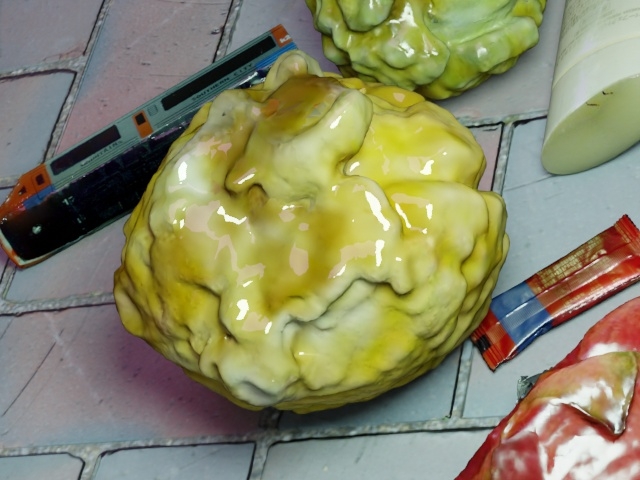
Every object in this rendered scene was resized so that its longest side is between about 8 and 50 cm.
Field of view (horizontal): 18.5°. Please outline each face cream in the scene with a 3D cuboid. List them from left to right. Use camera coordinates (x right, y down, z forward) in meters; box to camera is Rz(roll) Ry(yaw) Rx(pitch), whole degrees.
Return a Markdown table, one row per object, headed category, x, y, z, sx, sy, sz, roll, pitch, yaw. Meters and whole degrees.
| category | x | y | z | sx | sy | sz | roll | pitch | yaw |
| --- | --- | --- | --- | --- | --- | --- | --- | --- | --- |
| face cream | 0.321 | -0.236 | 2.088 | 0.173 | 0.081 | 0.348 | -31 | 34 | 42 |

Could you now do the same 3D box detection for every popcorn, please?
| category | x | y | z | sx | sy | sz | roll | pitch | yaw |
| --- | --- | --- | --- | --- | --- | --- | --- | --- | --- |
| popcorn | -0.005 | 0.005 | 1.903 | 0.390 | 0.354 | 0.344 | 158 | 134 | -79 |
| popcorn | 0.120 | -0.308 | 2.144 | 0.335 | 0.279 | 0.274 | -63 | 11 | -28 |

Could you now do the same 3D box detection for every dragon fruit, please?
| category | x | y | z | sx | sy | sz | roll | pitch | yaw |
| --- | --- | --- | --- | --- | --- | --- | --- | --- | --- |
| dragon fruit | 0.262 | 0.231 | 1.532 | 0.329 | 0.228 | 0.286 | 43 | 113 | 30 |

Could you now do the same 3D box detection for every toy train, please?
| category | x | y | z | sx | sy | sz | roll | pitch | yaw |
| --- | --- | --- | --- | --- | --- | --- | --- | --- | --- |
| toy train | -0.195 | -0.108 | 2.274 | 0.409 | 0.086 | 0.089 | -30 | 42 | 2 |

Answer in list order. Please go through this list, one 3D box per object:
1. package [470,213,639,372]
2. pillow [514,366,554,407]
| category | x | y | z | sx | sy | sz | roll | pitch | yaw |
| --- | --- | --- | --- | --- | --- | --- | --- | --- | --- |
| package | 0.236 | 0.050 | 1.934 | 0.200 | 0.022 | 0.083 | -32 | 42 | 1 |
| pillow | 0.313 | 0.174 | 1.726 | 0.335 | 0.092 | 0.161 | -3 | 46 | 27 |
